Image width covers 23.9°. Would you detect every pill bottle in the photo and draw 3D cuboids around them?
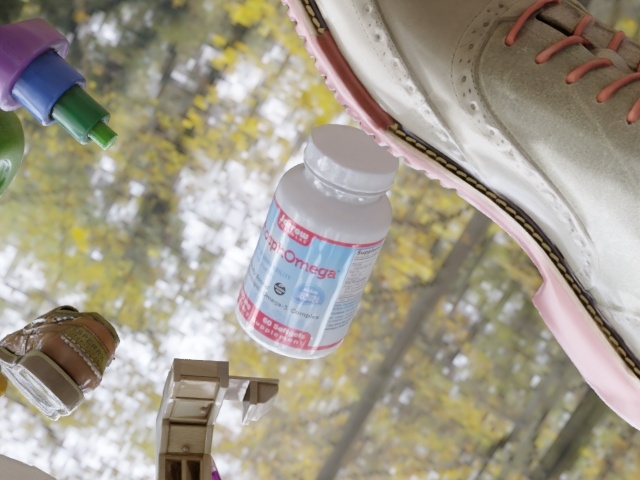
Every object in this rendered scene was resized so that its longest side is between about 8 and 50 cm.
[{"bbox_3d":[0.000,0.000,1.095,0.087,0.160,0.087,15,-150,-9],"label":"pill bottle"}]

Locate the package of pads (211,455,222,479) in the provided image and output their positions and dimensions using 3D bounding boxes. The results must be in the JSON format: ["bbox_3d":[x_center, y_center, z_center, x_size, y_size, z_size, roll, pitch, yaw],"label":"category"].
[{"bbox_3d":[-0.116,0.248,1.545,0.083,0.032,0.050,-167,54,-82],"label":"package of pads"}]

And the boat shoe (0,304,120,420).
[{"bbox_3d":[-0.295,0.135,1.720,0.111,0.104,0.307,49,162,-16],"label":"boat shoe"}]

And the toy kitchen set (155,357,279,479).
[{"bbox_3d":[-0.060,0.122,0.905,0.068,0.083,0.075,4,-123,-12],"label":"toy kitchen set"}]

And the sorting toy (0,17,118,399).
[{"bbox_3d":[-0.239,0.003,1.110,0.126,0.365,0.127,42,-141,7],"label":"sorting toy"}]

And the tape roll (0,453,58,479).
[{"bbox_3d":[-0.287,0.222,0.976,0.286,0.100,0.286,9,-167,-2],"label":"tape roll"}]

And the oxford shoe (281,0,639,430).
[{"bbox_3d":[0.110,-0.068,0.654,0.348,0.130,0.123,47,-120,-8],"label":"oxford shoe"}]
